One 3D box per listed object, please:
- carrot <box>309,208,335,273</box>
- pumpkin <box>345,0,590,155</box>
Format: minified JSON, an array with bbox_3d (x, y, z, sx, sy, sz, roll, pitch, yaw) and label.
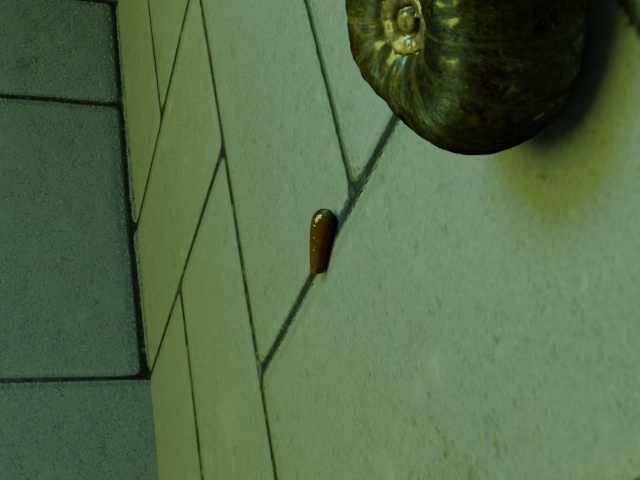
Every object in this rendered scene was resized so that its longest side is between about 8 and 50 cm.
[{"bbox_3d":[0.000,0.000,1.240,0.032,0.032,0.093,-119,31,-55],"label":"carrot"},{"bbox_3d":[0.120,-0.177,0.746,0.219,0.162,0.219,41,145,37],"label":"pumpkin"}]
